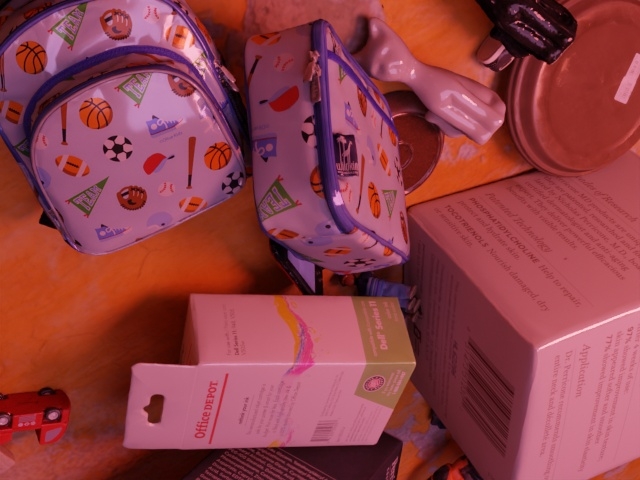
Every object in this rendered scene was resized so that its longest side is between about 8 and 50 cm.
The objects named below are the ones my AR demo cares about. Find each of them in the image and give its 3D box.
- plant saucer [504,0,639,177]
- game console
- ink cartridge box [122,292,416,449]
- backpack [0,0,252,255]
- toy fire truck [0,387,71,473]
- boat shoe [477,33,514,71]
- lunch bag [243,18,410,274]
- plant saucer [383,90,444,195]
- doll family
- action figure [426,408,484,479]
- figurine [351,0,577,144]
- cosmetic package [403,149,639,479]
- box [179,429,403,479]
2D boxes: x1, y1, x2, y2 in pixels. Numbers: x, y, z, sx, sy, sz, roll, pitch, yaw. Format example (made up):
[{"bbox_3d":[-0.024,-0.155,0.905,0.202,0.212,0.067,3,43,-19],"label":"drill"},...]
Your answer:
[{"bbox_3d":[0.380,-0.216,1.282,0.278,0.041,0.278,-11,115,-23],"label":"plant saucer"},{"bbox_3d":[0.000,0.000,1.222,0.085,0.124,0.144,-19,135,18],"label":"game console"},{"bbox_3d":[-0.078,0.174,1.218,0.353,0.119,0.207,2,137,-16],"label":"ink cartridge box"},{"bbox_3d":[-0.207,-0.134,0.932,0.276,0.213,0.263,-28,121,-6],"label":"backpack"},{"bbox_3d":[-0.424,0.261,1.185,0.192,0.047,0.135,-1,123,-30],"label":"toy fire truck"},{"bbox_3d":[0.258,-0.273,1.198,0.038,0.046,0.125,28,108,-40],"label":"boat shoe"},{"bbox_3d":[0.014,-0.100,1.020,0.115,0.243,0.303,-8,163,17],"label":"lunch bag"},{"bbox_3d":[0.099,-0.117,1.230,0.168,0.029,0.168,-15,127,-20],"label":"plant saucer"},{"bbox_3d":[0.078,0.109,1.342,0.076,0.111,0.193,-35,140,-57],"label":"doll family"},{"bbox_3d":[0.330,0.394,1.637,0.341,0.178,0.330,4,129,-30],"label":"action figure"},{"bbox_3d":[0.161,-0.242,1.121,0.209,0.092,0.215,29,115,-22],"label":"figurine"},{"bbox_3d":[0.364,0.115,1.348,0.394,0.327,0.329,-16,129,-19],"label":"cosmetic package"},{"bbox_3d":[-0.083,0.448,1.297,0.395,0.212,0.293,-38,142,-46],"label":"box"}]
